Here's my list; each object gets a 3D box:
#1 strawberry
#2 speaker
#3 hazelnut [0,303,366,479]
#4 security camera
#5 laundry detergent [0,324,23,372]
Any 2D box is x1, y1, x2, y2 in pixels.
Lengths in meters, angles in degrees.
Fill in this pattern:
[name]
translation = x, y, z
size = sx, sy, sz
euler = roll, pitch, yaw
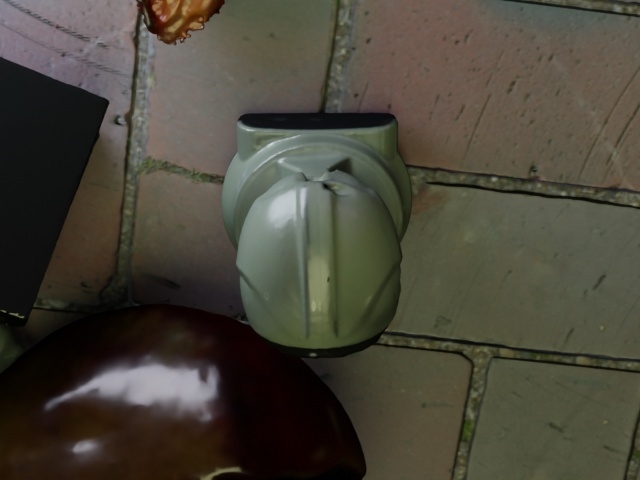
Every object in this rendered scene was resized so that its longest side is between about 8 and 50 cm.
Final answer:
[strawberry]
translation = -0.128, -0.297, 1.476
size = 0.140, 0.085, 0.192
euler = -21, 118, -1
[speaker]
translation = -0.362, -0.061, 1.478
size = 0.254, 0.184, 0.232
euler = 21, 80, -10
[hazelnut]
translation = -0.173, 0.253, 1.571
size = 0.429, 0.402, 0.402
euler = -24, 112, 6
[security camera]
translation = 0.000, 0.000, 1.501
size = 0.197, 0.277, 0.191
euler = 0, 112, -2
[laundry detergent]
translation = -0.446, 0.055, 1.609
size = 0.290, 0.094, 0.143
euler = 38, 94, -16
